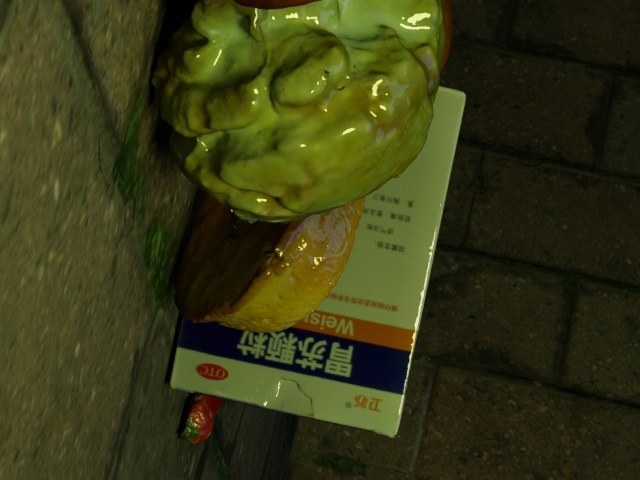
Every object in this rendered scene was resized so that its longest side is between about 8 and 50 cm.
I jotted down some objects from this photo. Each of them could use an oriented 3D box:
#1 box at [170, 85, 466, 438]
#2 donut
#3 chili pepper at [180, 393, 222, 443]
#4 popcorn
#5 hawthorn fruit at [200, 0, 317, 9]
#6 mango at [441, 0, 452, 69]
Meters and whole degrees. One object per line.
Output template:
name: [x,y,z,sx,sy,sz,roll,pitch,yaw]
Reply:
box: [0.000,0.000,1.201,0.106,0.200,0.300,13,89,-86]
donut: [-0.034,-0.013,1.064,0.174,0.074,0.190,-30,-137,46]
chili pepper: [-0.109,0.152,1.361,0.178,0.027,0.045,-74,174,-68]
popcorn: [-0.014,-0.114,0.916,0.204,0.183,0.221,-42,-157,38]
hawthorn fruit: [-0.005,-0.219,0.707,0.262,0.210,0.210,-63,-178,27]
mango: [0.022,-0.196,1.076,0.120,0.151,0.221,-138,-149,-68]
